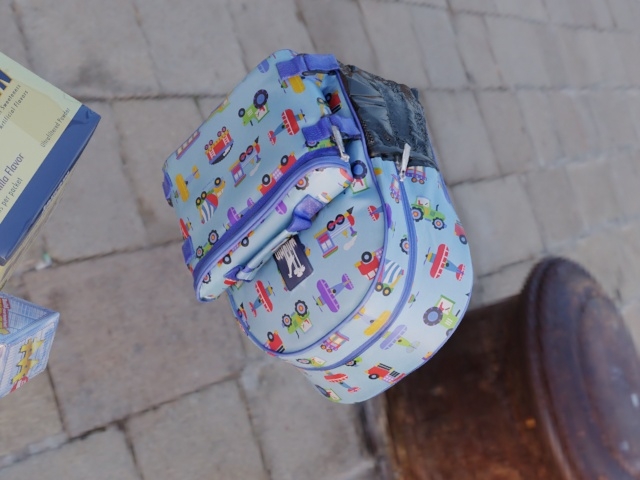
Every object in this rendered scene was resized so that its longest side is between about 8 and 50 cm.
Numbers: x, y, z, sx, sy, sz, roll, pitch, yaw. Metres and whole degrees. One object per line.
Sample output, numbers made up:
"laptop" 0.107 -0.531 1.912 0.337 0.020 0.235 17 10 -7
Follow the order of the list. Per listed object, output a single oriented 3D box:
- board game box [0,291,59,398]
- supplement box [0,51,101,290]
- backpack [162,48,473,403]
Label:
"board game box" -0.293 0.081 0.866 0.194 0.060 0.194 13 29 -15
"supplement box" -0.126 -0.027 0.388 0.083 0.083 0.056 32 66 -9
"backpack" 0.000 0.000 0.695 0.117 0.158 0.173 17 45 -44
